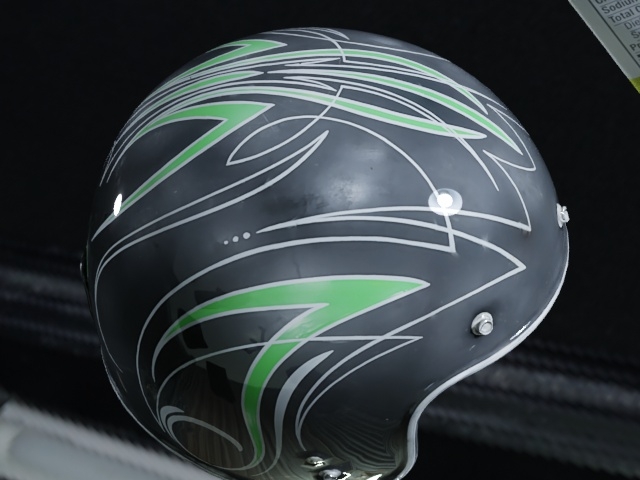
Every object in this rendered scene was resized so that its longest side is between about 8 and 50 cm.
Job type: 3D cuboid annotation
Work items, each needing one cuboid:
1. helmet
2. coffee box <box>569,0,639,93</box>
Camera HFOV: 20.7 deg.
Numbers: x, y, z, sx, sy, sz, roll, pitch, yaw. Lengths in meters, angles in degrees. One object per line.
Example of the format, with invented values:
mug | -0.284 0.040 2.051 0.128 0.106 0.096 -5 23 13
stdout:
helmet | 0.000 0.000 0.651 0.169 0.169 0.161 35 -47 9
coffee box | 0.315 -0.276 1.008 0.338 0.337 0.334 -21 -45 29
